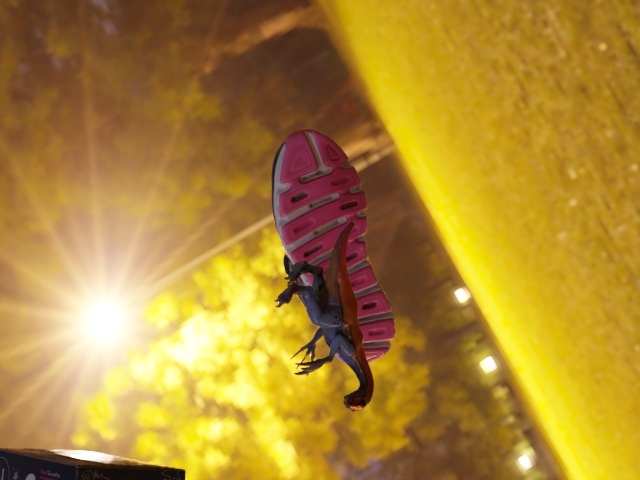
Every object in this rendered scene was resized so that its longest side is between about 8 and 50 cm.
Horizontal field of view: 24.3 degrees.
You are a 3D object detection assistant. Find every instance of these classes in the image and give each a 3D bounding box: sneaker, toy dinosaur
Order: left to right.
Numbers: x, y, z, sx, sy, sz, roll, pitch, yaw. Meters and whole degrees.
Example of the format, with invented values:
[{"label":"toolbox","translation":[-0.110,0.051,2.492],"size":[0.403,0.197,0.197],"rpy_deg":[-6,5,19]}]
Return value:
[{"label":"sneaker","translation":[0.000,0.000,0.997],"size":[0.075,0.063,0.170],"rpy_deg":[45,156,62]},{"label":"toy dinosaur","translation":[0.011,0.051,0.801],"size":[0.082,0.090,0.047],"rpy_deg":[43,-156,-16]}]

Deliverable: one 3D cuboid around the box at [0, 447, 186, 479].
[{"label":"box","translation":[-0.304,0.343,1.897],"size":[0.247,0.163,0.142],"rpy_deg":[-1,83,54]}]
